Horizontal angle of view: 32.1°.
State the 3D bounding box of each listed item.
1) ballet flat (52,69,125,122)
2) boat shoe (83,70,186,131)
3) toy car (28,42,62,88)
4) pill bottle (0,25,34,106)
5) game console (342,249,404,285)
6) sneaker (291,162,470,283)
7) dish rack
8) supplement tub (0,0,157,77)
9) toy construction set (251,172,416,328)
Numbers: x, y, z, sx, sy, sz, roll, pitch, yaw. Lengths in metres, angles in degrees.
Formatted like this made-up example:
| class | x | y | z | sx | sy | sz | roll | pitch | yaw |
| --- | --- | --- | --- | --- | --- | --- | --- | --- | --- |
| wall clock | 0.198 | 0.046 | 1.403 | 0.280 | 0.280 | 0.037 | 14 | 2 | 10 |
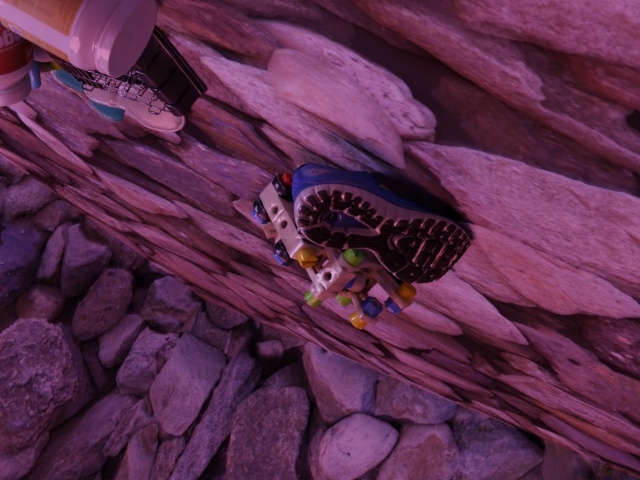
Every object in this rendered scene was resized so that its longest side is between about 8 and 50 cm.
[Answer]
| class | x | y | z | sx | sy | sz | roll | pitch | yaw |
| --- | --- | --- | --- | --- | --- | --- | --- | --- | --- |
| ballet flat | -0.442 | -0.294 | 2.145 | 0.168 | 0.057 | 0.052 | 40 | -167 | -24 |
| boat shoe | -0.324 | -0.258 | 2.005 | 0.206 | 0.075 | 0.065 | 22 | -150 | 13 |
| toy car | -0.540 | -0.339 | 1.958 | 0.182 | 0.136 | 0.159 | 33 | 167 | -13 |
| pill bottle | -0.536 | -0.332 | 1.816 | 0.121 | 0.121 | 0.216 | 25 | 138 | 25 |
| game console | 0.075 | -0.008 | 2.058 | 0.213 | 0.044 | 0.361 | 27 | 168 | 8 |
| sneaker | 0.095 | -0.043 | 1.722 | 0.330 | 0.130 | 0.147 | 24 | -152 | -31 |
| dish rack | -0.339 | -0.293 | 1.783 | 0.272 | 0.074 | 0.208 | 20 | 163 | 29 |
| supplement tub | -0.339 | -0.322 | 1.520 | 0.200 | 0.144 | 0.144 | 29 | 168 | 7 |
| toy construction set | 0.000 | 0.000 | 1.841 | 0.215 | 0.151 | 0.328 | 19 | -162 | -43 |
